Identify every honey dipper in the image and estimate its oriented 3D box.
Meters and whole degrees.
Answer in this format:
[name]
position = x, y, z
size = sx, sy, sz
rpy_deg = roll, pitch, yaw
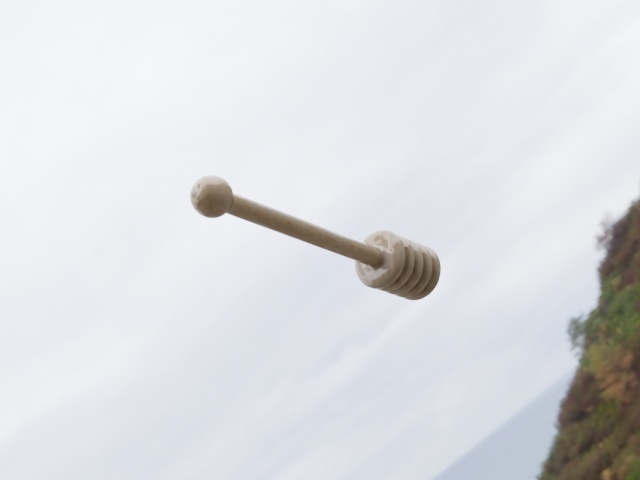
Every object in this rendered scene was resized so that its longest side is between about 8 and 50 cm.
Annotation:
[honey dipper]
position = 0.000, 0.000, 0.480
size = 0.030, 0.030, 0.160
rpy_deg = -44, -36, 23
